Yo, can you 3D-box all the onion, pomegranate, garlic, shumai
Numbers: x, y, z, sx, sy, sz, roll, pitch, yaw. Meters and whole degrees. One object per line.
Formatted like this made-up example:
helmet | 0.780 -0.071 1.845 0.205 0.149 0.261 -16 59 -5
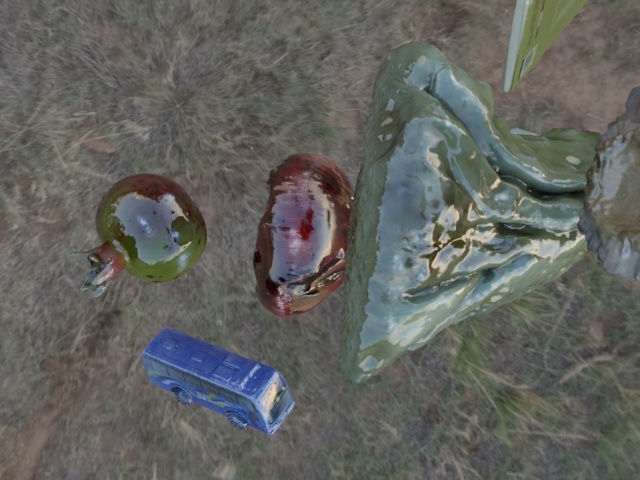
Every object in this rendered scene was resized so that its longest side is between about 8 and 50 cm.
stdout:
onion | 0.000 0.000 1.296 0.195 0.272 0.272 11 98 16
pomegranate | -0.208 -0.010 0.896 0.159 0.129 0.129 -14 102 -27
garlic | 0.297 -0.004 0.595 0.207 0.207 0.257 -13 106 -8
shumai | 0.158 -0.007 0.760 0.263 0.309 0.304 6 67 -1

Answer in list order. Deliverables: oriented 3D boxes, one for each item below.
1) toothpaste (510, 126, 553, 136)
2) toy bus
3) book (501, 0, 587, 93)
toothpaste | 0.451 -0.078 1.133 0.392 0.061 0.099 23 134 10
toy bus | -0.157 0.207 1.186 0.079 0.236 0.094 -54 144 -32
book | 0.405 -0.421 1.296 0.035 0.239 0.352 33 68 20
